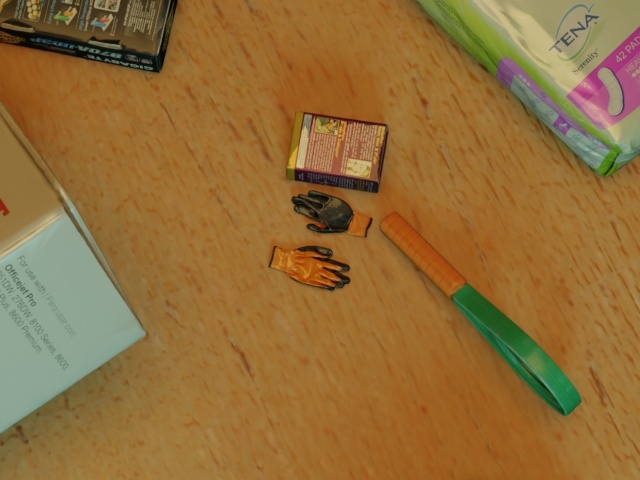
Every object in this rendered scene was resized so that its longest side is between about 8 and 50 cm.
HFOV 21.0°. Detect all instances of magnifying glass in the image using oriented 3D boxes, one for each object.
[{"bbox_3d":[0.135,0.062,1.476,0.026,0.092,0.231,-41,72,-5],"label":"magnifying glass"}]

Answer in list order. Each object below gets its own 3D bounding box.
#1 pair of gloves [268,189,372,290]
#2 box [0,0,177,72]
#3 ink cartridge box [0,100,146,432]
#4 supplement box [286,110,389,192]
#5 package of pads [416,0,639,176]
[{"bbox_3d":[0.000,0.000,1.516,0.074,0.010,0.083,20,78,3],"label":"pair of gloves"},{"bbox_3d":[-0.205,-0.274,1.548,0.175,0.051,0.220,11,78,1],"label":"box"},{"bbox_3d":[-0.377,0.057,1.357,0.395,0.166,0.285,-34,45,-7],"label":"ink cartridge box"},{"bbox_3d":[0.015,-0.077,1.516,0.083,0.043,0.055,10,78,2],"label":"supplement box"},{"bbox_3d":[0.227,-0.229,1.523,0.229,0.101,0.296,-42,81,-10],"label":"package of pads"}]
